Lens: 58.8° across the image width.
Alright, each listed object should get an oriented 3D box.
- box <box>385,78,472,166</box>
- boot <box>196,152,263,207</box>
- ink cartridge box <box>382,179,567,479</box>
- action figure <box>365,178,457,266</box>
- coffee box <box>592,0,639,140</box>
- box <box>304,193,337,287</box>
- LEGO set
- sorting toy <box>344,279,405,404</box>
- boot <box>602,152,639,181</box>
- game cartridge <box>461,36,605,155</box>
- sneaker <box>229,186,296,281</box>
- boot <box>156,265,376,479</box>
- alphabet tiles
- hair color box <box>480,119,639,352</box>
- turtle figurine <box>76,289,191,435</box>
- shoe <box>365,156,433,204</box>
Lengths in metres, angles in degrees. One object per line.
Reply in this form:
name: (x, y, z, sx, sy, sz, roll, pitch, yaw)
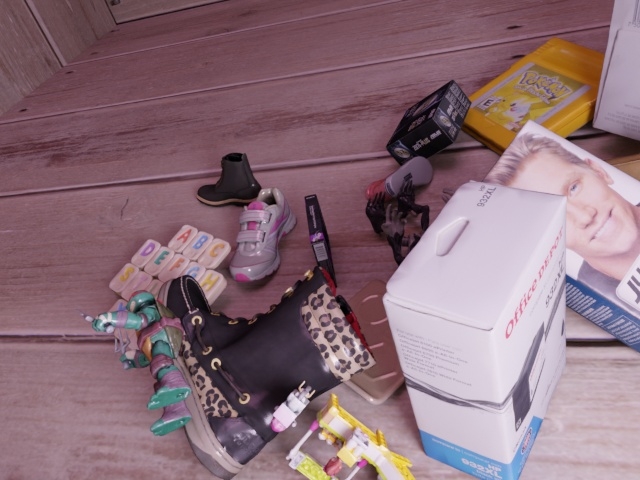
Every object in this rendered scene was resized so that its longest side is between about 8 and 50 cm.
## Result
box: (0.250, -0.265, 1.306, 0.147, 0.077, 0.180, -27, 24, 46)
boot: (-0.232, -0.154, 1.372, 0.198, 0.137, 0.077, 2, 41, 26)
ink cartridge box: (0.208, 0.117, 0.701, 0.129, 0.307, 0.223, 14, 48, 36)
action figure: (0.183, -0.020, 1.029, 0.164, 0.141, 0.276, -16, 34, -16)
coffee box: (0.759, -0.359, 1.007, 0.334, 0.338, 0.337, -22, 36, -23)
box: (0.000, 0.000, 1.097, 0.029, 0.116, 0.162, -14, 37, 3)
LEGO set: (0.050, 0.307, 0.704, 0.287, 0.132, 0.107, 41, 95, 17)
sorting toy: (0.093, 0.160, 0.928, 0.208, 0.038, 0.193, -34, 39, -26)
boot: (0.542, -0.084, 0.963, 0.269, 0.236, 0.089, -15, 50, 43)
game cartridge: (0.495, -0.327, 1.292, 0.323, 0.053, 0.285, -37, 38, 2)
sneaker: (-0.132, -0.019, 1.180, 0.103, 0.111, 0.252, -4, 40, 19)
boot: (-0.100, 0.139, 0.896, 0.284, 0.138, 0.377, -34, 41, 4)
alphabet tiles: (-0.317, 0.088, 1.152, 0.284, 0.021, 0.278, 20, 64, 41)
hair color box: (0.383, 0.002, 0.788, 0.347, 0.105, 0.174, 35, 79, 17)
turtle figurine: (-0.249, 0.145, 0.800, 0.118, 0.175, 0.234, -29, 55, -12)
shoe: (0.170, -0.129, 1.229, 0.081, 0.063, 0.178, -19, 9, 45)
